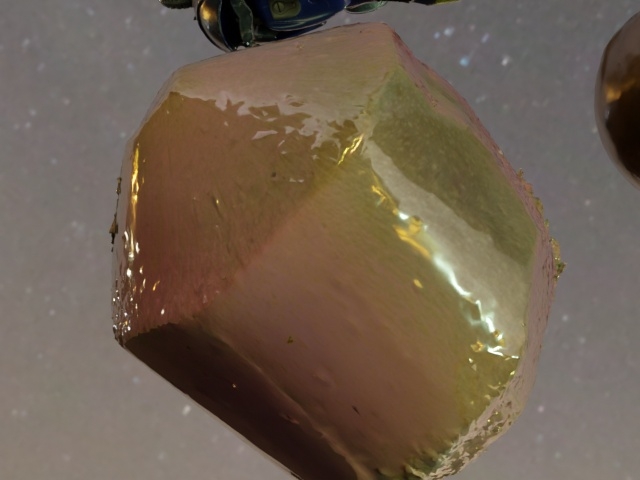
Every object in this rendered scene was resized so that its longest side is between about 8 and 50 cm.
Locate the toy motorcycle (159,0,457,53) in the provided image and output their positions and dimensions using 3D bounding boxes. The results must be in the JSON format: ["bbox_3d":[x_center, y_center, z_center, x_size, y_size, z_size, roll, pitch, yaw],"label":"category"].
[{"bbox_3d":[0.003,-0.215,1.094,0.315,0.169,0.113,-8,-59,16],"label":"toy motorcycle"}]

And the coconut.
[{"bbox_3d":[0.000,0.000,0.743,0.245,0.233,0.233,46,-31,-17],"label":"coconut"}]

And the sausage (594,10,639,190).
[{"bbox_3d":[0.291,-0.126,0.561,0.123,0.136,0.501,14,-25,-22],"label":"sausage"}]
